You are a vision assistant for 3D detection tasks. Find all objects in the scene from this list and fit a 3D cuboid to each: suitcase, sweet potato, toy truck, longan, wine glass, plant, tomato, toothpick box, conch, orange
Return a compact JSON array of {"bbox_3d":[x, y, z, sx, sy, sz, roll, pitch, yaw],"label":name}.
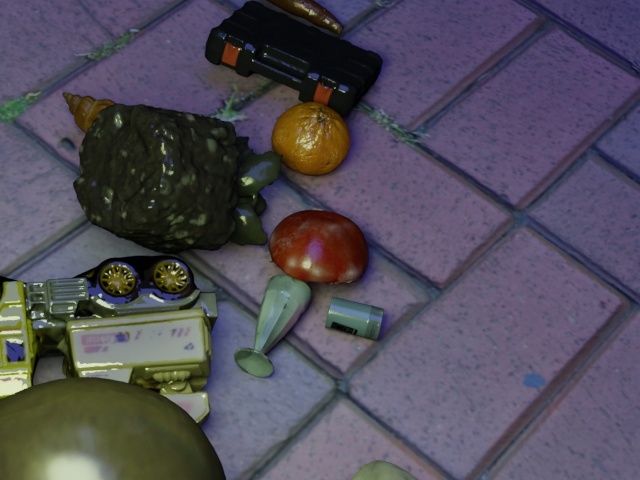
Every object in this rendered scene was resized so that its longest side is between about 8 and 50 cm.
[{"bbox_3d":[-0.045,-0.328,2.315,0.285,0.066,0.206,24,32,7],"label":"suitcase"},{"bbox_3d":[-0.070,-0.468,2.467,0.264,0.057,0.057,37,52,12],"label":"sweet potato"},{"bbox_3d":[-0.342,0.158,1.804,0.405,0.181,0.254,-2,59,-19],"label":"toy truck"},{"bbox_3d":[-0.294,0.337,1.564,0.361,0.361,0.361,6,50,-8],"label":"longan"},{"bbox_3d":[-0.072,0.131,1.957,0.073,0.073,0.155,21,53,5],"label":"wine glass"},{"bbox_3d":[-0.207,-0.087,2.004,0.213,0.215,0.312,0,-6,36],"label":"plant"},{"bbox_3d":[0.007,0.004,2.030,0.166,0.082,0.174,13,23,-10],"label":"tomato"},{"bbox_3d":[0.053,0.121,2.003,0.083,0.052,0.052,13,49,0],"label":"toothpick box"},{"bbox_3d":[-0.289,-0.149,2.136,0.330,0.093,0.109,36,58,-7],"label":"conch"},{"bbox_3d":[-0.013,-0.176,2.190,0.135,0.117,0.136,23,39,-20],"label":"orange"}]

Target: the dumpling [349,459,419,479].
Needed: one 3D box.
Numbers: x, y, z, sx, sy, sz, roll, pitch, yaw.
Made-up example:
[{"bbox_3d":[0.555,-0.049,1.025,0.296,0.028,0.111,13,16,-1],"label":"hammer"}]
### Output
[{"bbox_3d":[0.092,0.383,1.733,0.162,0.132,0.250,44,14,-6],"label":"dumpling"}]
